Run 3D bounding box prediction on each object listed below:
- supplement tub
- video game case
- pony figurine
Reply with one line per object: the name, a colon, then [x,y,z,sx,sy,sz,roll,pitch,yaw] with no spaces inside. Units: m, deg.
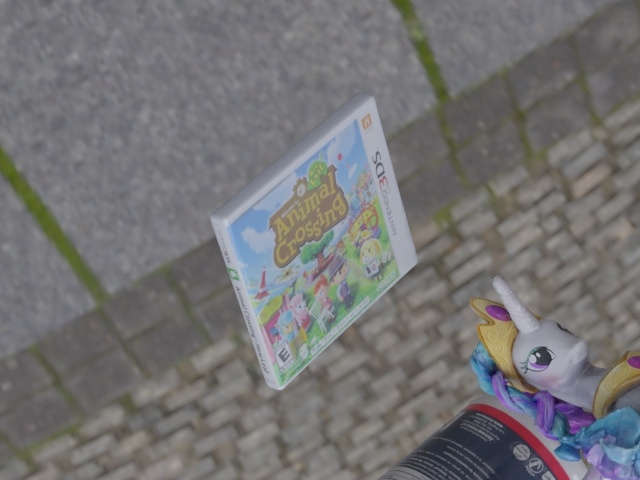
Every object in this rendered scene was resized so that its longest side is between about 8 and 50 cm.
supplement tub: [0.138,0.306,2.014,0.272,0.191,0.191,-37,144,-23]
video game case: [0.000,0.000,1.767,0.212,0.023,0.193,-41,130,-33]
pony figurine: [0.311,0.194,1.714,0.303,0.363,0.351,-47,133,-29]
